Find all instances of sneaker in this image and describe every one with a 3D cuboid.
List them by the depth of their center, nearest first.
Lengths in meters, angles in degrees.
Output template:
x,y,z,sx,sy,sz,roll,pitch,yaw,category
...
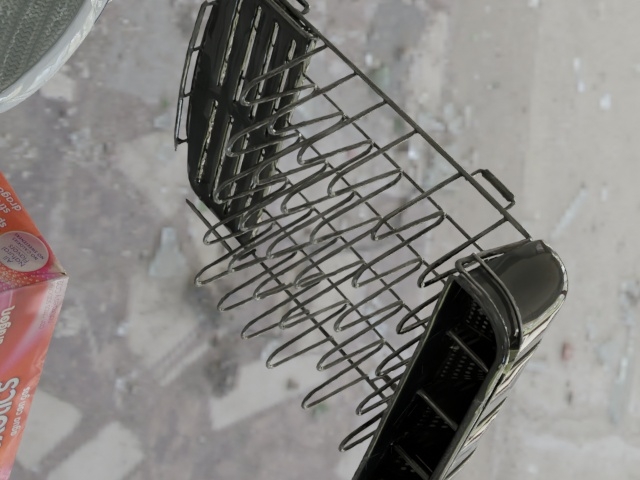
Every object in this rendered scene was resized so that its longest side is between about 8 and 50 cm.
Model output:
x,y,z,sx,sy,sz,roll,pitch,yaw,category
-0.156,-0.185,0.911,0.258,0.094,0.091,-57,163,-8,sneaker

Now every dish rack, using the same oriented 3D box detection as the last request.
x,y,z,sx,sy,sz,roll,pitch,yaw,category
0.000,0.000,0.720,0.074,0.271,0.208,-27,153,-34,dish rack

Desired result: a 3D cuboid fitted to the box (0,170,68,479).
x,y,z,sx,sy,sz,roll,pitch,yaw,category
-0.305,0.084,1.004,0.142,0.154,0.300,-15,146,-36,box
